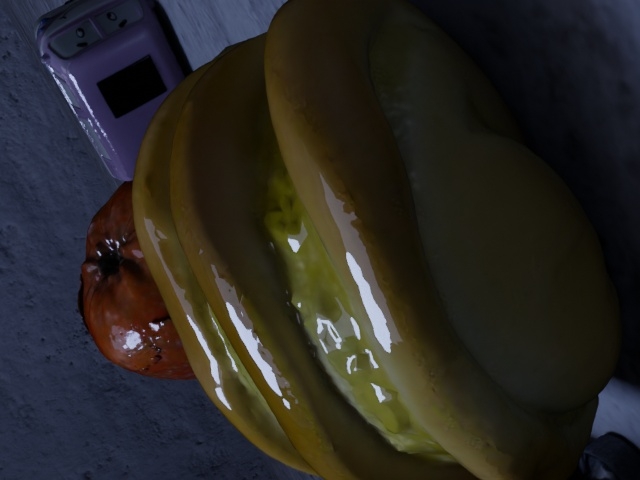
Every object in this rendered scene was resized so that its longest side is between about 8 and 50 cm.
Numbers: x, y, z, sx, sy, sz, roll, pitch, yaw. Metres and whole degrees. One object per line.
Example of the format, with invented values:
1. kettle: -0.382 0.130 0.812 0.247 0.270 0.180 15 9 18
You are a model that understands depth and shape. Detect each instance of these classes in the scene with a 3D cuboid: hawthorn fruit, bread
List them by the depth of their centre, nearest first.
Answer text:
1. bread: 0.023 0.023 0.499 0.316 0.211 0.270 59 164 -18
2. hawthorn fruit: -0.157 0.063 1.105 0.307 0.276 0.276 38 -177 -46

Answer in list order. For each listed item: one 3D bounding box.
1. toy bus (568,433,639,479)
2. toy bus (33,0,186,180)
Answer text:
1. toy bus: 0.208 0.241 0.495 0.175 0.138 0.287 62 164 -14
2. toy bus: -0.233 -0.189 1.016 0.142 0.142 0.203 46 163 54
